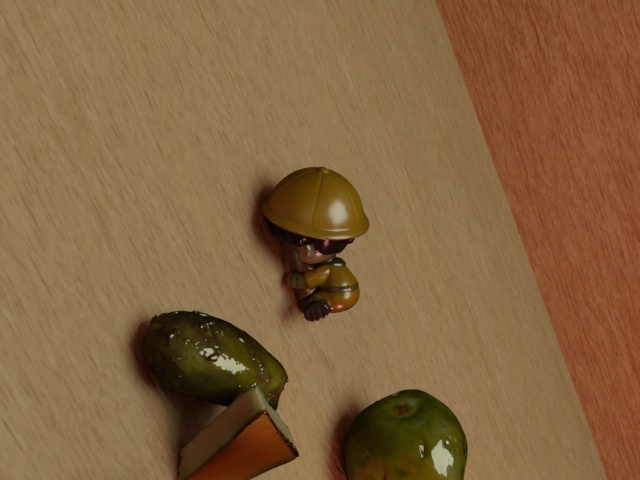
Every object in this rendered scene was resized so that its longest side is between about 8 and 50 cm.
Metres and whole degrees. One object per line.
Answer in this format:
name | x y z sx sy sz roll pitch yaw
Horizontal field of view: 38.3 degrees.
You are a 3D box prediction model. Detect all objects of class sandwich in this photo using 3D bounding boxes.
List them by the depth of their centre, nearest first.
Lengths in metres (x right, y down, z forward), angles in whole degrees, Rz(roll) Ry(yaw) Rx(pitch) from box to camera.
sandwich | -0.126 0.282 1.261 0.193 0.162 0.058 69 -4 -57

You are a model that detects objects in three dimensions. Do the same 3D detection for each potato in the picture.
potato | -0.138 0.170 1.290 0.251 0.149 0.113 24 91 -38

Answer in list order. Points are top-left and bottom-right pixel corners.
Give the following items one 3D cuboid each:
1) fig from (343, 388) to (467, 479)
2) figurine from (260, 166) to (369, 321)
fig | 0.172 0.431 1.644 0.233 0.233 0.314 -27 93 -61
figurine | 0.005 -0.001 1.595 0.192 0.167 0.257 -54 129 -71
